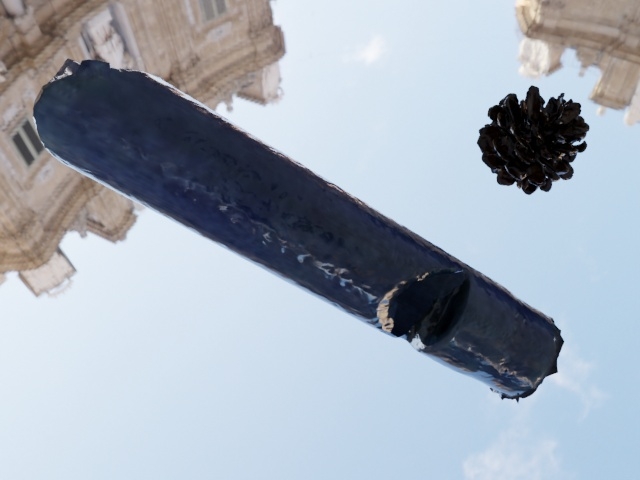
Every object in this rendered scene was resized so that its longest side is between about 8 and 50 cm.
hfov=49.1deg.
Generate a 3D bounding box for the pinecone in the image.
[{"bbox_3d":[0.276,-0.130,0.892,0.140,0.121,0.140,9,-112,-22],"label":"pinecone"}]

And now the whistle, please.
[{"bbox_3d":[0.000,0.000,0.371,0.304,0.062,0.062,30,-124,-20],"label":"whistle"}]
